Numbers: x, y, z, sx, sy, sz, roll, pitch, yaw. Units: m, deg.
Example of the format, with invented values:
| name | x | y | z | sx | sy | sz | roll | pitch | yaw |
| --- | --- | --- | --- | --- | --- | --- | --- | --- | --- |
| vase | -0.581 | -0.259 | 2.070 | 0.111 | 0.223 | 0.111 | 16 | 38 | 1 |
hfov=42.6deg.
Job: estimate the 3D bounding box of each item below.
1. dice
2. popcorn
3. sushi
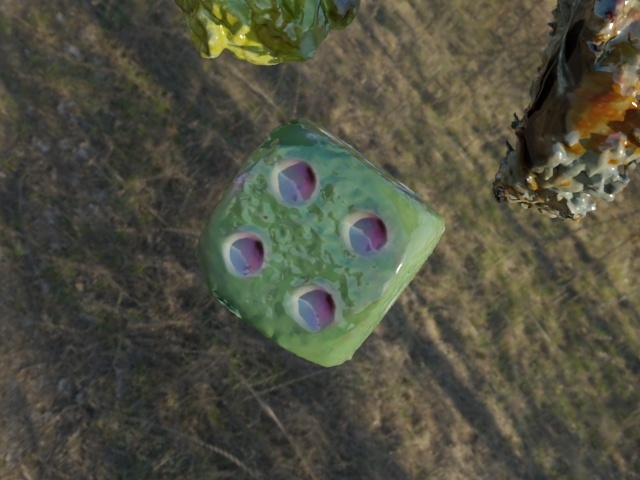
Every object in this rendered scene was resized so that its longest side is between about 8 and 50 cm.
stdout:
| name | x | y | z | sx | sy | sz | roll | pitch | yaw |
| --- | --- | --- | --- | --- | --- | --- | --- | --- | --- |
| dice | 0.000 | 0.000 | 1.405 | 0.330 | 0.322 | 0.318 | 36 | 8 | 10 |
| popcorn | -0.098 | -0.433 | 1.324 | 0.312 | 0.312 | 0.312 | 35 | 31 | -25 |
| sushi | 0.374 | -0.218 | 1.134 | 0.176 | 0.417 | 0.417 | 16 | 29 | 7 |
